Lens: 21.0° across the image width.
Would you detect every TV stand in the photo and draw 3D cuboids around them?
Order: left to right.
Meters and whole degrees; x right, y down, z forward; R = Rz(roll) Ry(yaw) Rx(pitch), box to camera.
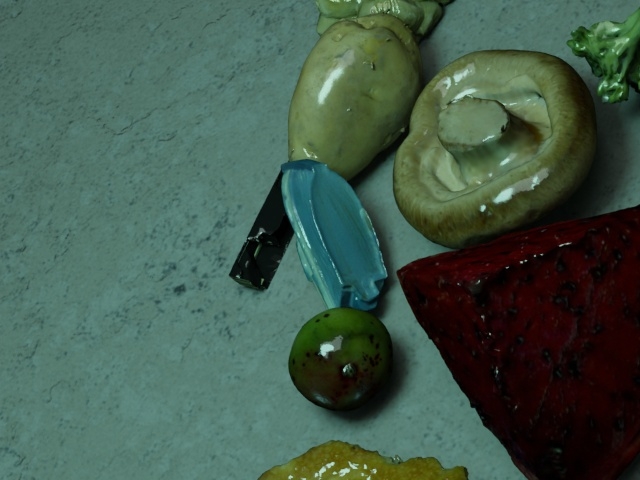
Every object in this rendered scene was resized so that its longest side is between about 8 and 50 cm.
[{"bbox_3d":[-0.043,-0.049,2.195,0.036,0.042,0.249,11,66,35],"label":"TV stand"}]

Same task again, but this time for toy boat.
[{"bbox_3d":[0.000,0.000,2.094,0.102,0.088,0.215,-36,72,48],"label":"toy boat"}]

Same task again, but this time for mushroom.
[{"bbox_3d":[0.202,-0.111,2.043,0.278,0.146,0.278,-19,50,24],"label":"mushroom"}]

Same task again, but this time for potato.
[{"bbox_3d":[0.039,-0.181,2.157,0.235,0.161,0.128,-44,15,-13],"label":"potato"}]

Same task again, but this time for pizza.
[{"bbox_3d":[0.066,0.316,1.887,0.365,0.074,0.182,11,68,32],"label":"pizza"}]

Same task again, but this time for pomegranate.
[{"bbox_3d":[0.026,0.139,2.001,0.130,0.130,0.130,-13,55,20],"label":"pomegranate"}]

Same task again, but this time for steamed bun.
[{"bbox_3d":[0.071,-0.333,2.274,0.177,0.106,0.192,24,75,38],"label":"steamed bun"}]

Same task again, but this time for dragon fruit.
[{"bbox_3d":[0.288,0.095,1.902,0.329,0.286,0.228,-29,7,-21],"label":"dragon fruit"}]

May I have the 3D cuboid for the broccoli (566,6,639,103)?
[{"bbox_3d":[0.453,-0.280,1.868,0.353,0.397,0.275,-23,53,2],"label":"broccoli"}]
